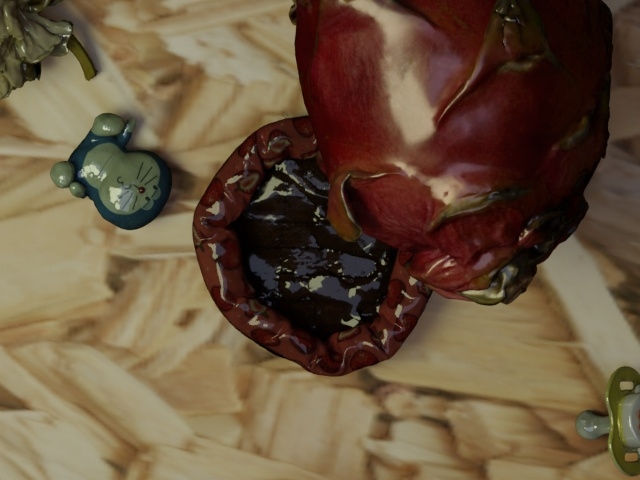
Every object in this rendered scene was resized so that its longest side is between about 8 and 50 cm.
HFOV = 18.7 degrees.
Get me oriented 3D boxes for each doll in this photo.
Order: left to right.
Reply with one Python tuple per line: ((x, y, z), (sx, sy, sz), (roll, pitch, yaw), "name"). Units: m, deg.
((-0.150, -0.050, 1.457), (0.083, 0.050, 0.076), (38, 83, -4), "doll")

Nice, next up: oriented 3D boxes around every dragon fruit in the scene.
((0.091, -0.122, 1.331), (0.250, 0.250, 0.315), (3, 104, 2), "dragon fruit")

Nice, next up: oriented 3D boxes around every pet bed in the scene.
((0.000, 0.000, 1.460), (0.201, 0.053, 0.201), (0, 96, 2), "pet bed")

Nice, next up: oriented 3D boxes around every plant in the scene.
((-0.208, -0.155, 1.419), (0.122, 0.104, 0.116), (19, 126, -26), "plant")

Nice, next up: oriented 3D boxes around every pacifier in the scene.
((0.227, 0.138, 1.485), (0.064, 0.068, 0.083), (-7, 83, 38), "pacifier")
